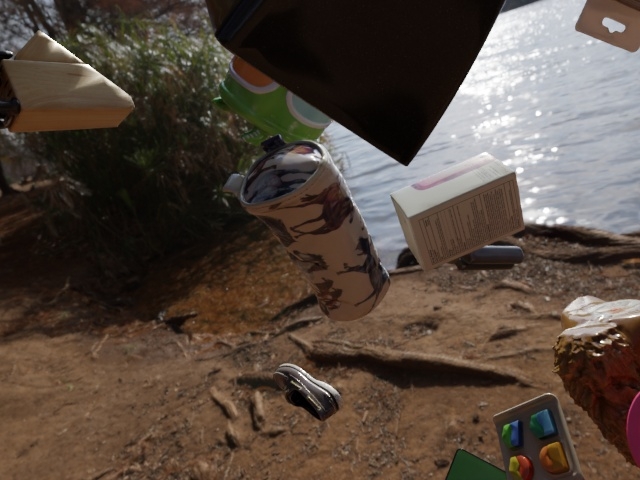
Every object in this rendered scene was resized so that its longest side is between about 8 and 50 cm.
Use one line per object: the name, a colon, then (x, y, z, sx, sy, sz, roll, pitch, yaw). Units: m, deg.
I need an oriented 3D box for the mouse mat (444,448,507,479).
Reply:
mouse mat: (0.418, 0.695, 1.312, 0.152, 0.190, 0.007, 22, -4, 24)

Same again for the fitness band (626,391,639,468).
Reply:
fitness band: (0.634, 0.316, 0.725, 0.054, 0.209, 0.290, 13, -12, -40)

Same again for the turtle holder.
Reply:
turtle holder: (-0.052, -0.317, 1.049, 0.227, 0.320, 0.243, -56, 32, 20)

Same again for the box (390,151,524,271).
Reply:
box: (0.288, -0.062, 1.009, 0.232, 0.149, 0.127, -23, 32, 2)

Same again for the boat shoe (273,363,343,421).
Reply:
boat shoe: (-0.067, 0.524, 1.643, 0.096, 0.117, 0.324, -32, 30, -35)

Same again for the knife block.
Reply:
knife block: (-0.512, -0.241, 0.853, 0.088, 0.275, 0.242, -23, 44, 40)

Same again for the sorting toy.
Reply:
sorting toy: (0.504, 0.492, 1.127, 0.193, 0.038, 0.208, -46, 34, 39)

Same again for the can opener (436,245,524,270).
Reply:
can opener: (0.362, 0.022, 1.171, 0.283, 0.095, 0.076, 0, -26, -20)

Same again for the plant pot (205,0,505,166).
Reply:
plant pot: (0.034, -0.204, 0.368, 0.167, 0.188, 0.188, -45, 42, 25)

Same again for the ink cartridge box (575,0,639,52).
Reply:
ink cartridge box: (0.342, -0.281, 0.458, 0.104, 0.180, 0.060, 7, 26, -22)

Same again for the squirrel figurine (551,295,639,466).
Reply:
squirrel figurine: (0.686, 0.338, 1.040, 0.396, 0.371, 0.281, -18, 1, -38)

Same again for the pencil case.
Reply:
pencil case: (0.000, 0.000, 0.891, 0.183, 0.410, 0.160, 5, 56, 30)
